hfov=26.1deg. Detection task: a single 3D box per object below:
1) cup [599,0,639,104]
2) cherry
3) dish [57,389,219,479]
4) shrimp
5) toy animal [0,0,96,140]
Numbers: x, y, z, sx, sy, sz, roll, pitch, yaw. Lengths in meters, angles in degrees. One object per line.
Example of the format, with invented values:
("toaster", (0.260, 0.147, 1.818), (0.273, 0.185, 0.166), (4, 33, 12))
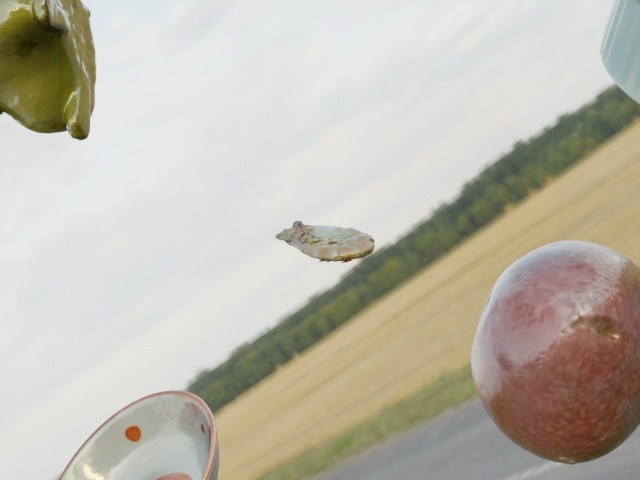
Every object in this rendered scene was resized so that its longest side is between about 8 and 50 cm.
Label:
("cup", (0.493, -0.323, 1.378), (0.401, 0.310, 0.392), (-23, -38, -45))
("cherry", (0.285, 0.124, 1.601), (0.307, 0.221, 0.261), (49, -127, -69))
("dish", (-0.202, 0.305, 1.606), (0.260, 0.085, 0.260), (-28, 36, 23))
("shrimp", (0.000, 0.000, 1.901), (0.091, 0.043, 0.184), (-19, 19, -33))
("toy animal", (-0.413, -0.163, 1.462), (0.363, 0.181, 0.180), (-20, 41, 0))
